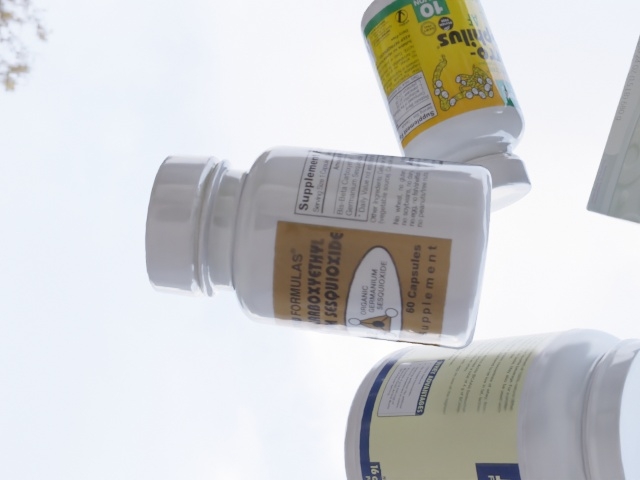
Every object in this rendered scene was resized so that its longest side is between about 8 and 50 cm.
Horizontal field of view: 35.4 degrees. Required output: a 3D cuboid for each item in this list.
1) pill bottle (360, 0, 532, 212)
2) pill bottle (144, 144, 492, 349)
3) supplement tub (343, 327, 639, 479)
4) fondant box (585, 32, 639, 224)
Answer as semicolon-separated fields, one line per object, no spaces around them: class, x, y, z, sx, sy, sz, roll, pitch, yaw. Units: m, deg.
pill bottle;0.119;-0.129;0.926;0.117;0.117;0.208;-27;-109;32
pill bottle;0.000;0.000;0.712;0.229;0.131;0.131;6;-85;7
supplement tub;0.211;0.214;1.035;0.325;0.235;0.235;-13;-96;44
fondant box;0.378;-0.107;0.845;0.330;0.096;0.238;-151;-104;-71
